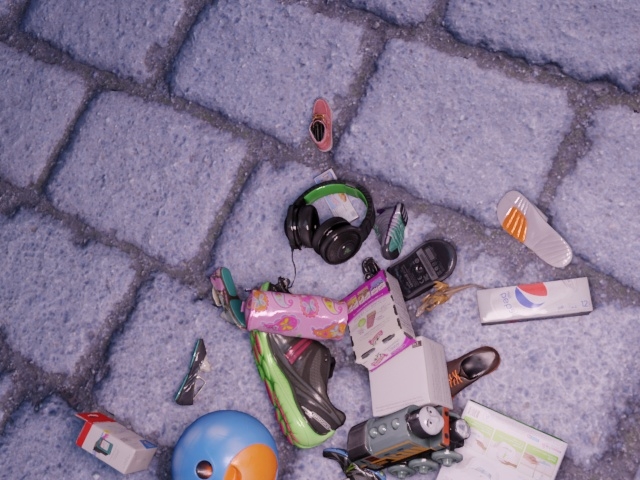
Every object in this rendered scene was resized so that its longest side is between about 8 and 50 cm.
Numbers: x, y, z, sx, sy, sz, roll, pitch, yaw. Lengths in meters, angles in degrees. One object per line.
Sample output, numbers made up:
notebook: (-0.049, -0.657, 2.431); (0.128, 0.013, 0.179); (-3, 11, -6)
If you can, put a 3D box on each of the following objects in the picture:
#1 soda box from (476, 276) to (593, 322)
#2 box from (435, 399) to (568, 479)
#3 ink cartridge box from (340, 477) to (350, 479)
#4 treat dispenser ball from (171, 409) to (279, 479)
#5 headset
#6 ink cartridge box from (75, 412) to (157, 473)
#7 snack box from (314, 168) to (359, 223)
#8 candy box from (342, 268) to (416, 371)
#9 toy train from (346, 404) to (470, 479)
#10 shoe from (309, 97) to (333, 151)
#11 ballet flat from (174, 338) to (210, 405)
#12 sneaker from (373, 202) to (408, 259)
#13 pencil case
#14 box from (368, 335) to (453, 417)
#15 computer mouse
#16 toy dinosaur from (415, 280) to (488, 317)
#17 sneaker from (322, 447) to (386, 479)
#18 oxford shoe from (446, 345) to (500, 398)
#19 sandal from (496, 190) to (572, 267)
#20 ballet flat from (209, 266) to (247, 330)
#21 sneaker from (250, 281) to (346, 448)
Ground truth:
soda box: (0.564, 0.165, 1.827); (0.286, 0.098, 0.091); (-8, 76, 14)
box: (0.458, 0.564, 1.750); (0.262, 0.127, 0.231); (21, 84, 18)
ink cartridge box: (0.021, 0.774, 1.812); (0.172, 0.100, 0.237); (-26, 72, 28)
treat dispenser ball: (-0.255, 0.602, 1.849); (0.288, 0.288, 0.288); (-3, 77, 14)
headset: (0.000, 0.000, 1.959); (0.243, 0.185, 0.394); (22, 60, 30)
ink cartridge box: (-0.617, 0.593, 2.027); (0.231, 0.134, 0.078); (24, 85, 19)
snack box: (0.048, -0.128, 2.070); (0.064, 0.022, 0.178); (-30, 72, 7)
candy box: (0.153, 0.211, 1.844); (0.159, 0.071, 0.233); (-39, 35, 22)
toy train: (0.217, 0.505, 1.738); (0.334, 0.190, 0.142); (-38, 35, 46)
shoe: (0.001, -0.365, 2.105); (0.063, 0.081, 0.178); (-8, 76, 13)
ballet flat: (-0.368, 0.396, 2.046); (0.074, 0.074, 0.203); (15, 76, 18)
sneaker: (0.182, -0.018, 1.946); (0.098, 0.083, 0.224); (-7, 34, 25)
pencil case: (-0.069, 0.201, 1.854); (0.284, 0.124, 0.124); (7, 78, -12)
box: (0.233, 0.367, 1.810); (0.181, 0.119, 0.182); (-24, 56, 34)
computer mouse: (0.265, 0.087, 1.945); (0.272, 0.072, 0.188); (-29, 74, 20)
toy dinosaur: (0.346, 0.145, 1.895); (0.211, 0.112, 0.064); (-25, 71, 16)
sneaker: (0.084, 0.622, 1.868); (0.188, 0.067, 0.078); (26, 82, 17)
oxford shoe: (0.353, 0.362, 1.838); (0.271, 0.098, 0.097); (-35, 72, 5)
sandal: (0.586, -0.023, 1.874); (0.102, 0.076, 0.265); (-50, 57, 23)
ballet flat: (-0.277, 0.186, 2.068); (0.079, 0.077, 0.221); (-37, 65, 24)
sneaker: (-0.070, 0.339, 1.944); (0.202, 0.185, 0.483); (-14, 68, -20)
